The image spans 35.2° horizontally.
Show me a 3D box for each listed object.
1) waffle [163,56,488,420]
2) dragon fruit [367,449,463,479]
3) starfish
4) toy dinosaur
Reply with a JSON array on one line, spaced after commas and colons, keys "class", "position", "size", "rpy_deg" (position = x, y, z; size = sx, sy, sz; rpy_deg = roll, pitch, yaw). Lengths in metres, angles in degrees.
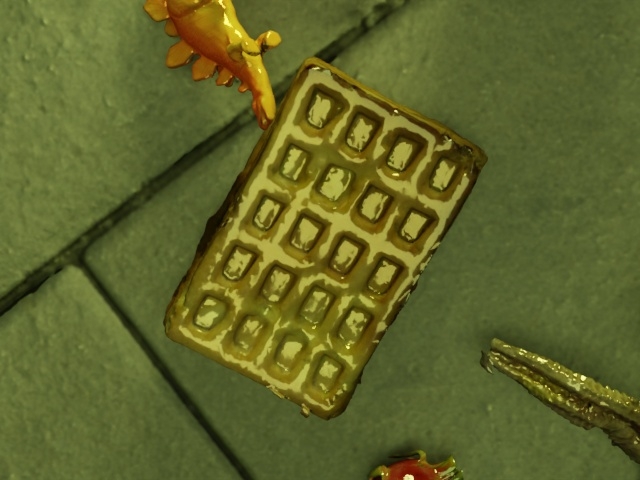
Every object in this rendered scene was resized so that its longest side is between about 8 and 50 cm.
[{"class": "waffle", "position": [0.000, 0.000, 1.037], "size": [0.224, 0.098, 0.328], "rpy_deg": [28, 101, -3]}, {"class": "dragon fruit", "position": [0.100, 0.273, 1.090], "size": [0.116, 0.081, 0.086], "rpy_deg": [-17, 89, 4]}, {"class": "starfish", "position": [0.383, 0.277, 1.010], "size": [0.132, 0.383, 0.398], "rpy_deg": [-37, 121, -35]}, {"class": "toy dinosaur", "position": [-0.120, -0.230, 1.001], "size": [0.117, 0.070, 0.288], "rpy_deg": [-32, 79, 32]}]
